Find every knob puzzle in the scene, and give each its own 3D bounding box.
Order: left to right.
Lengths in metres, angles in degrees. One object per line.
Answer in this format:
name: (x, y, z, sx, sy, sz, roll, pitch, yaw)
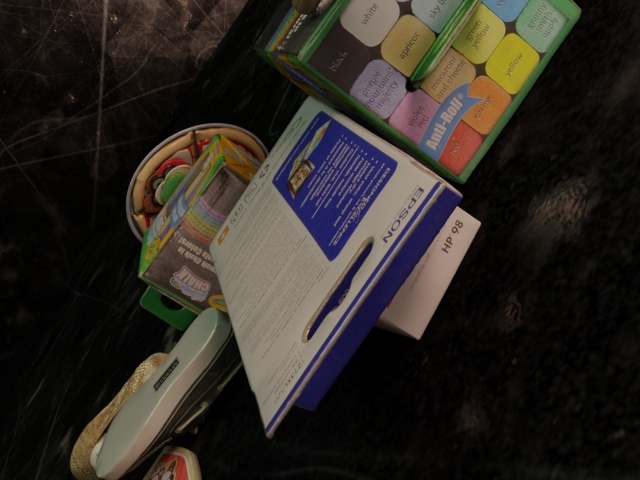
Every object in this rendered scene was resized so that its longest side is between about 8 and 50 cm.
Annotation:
knob puzzle: (-0.182, 0.285, 0.876, 0.213, 0.030, 0.213, -48, 21, 25)

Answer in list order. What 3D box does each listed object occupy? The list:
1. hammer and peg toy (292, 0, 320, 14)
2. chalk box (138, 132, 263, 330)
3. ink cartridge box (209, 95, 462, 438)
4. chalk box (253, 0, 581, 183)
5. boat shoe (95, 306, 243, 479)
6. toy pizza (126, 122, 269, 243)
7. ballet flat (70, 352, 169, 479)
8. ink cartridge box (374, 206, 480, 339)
hammer and peg toy: (0.025, -0.356, 0.649, 0.266, 0.127, 0.361, -49, 16, 50)
chalk box: (-0.127, 0.007, 1.030, 0.213, 0.132, 0.132, -51, 20, 13)
ink cartridge box: (0.000, 0.000, 0.650, 0.176, 0.069, 0.371, -56, 17, 7)
chalk box: (0.082, -0.178, 0.755, 0.180, 0.179, 0.289, -54, 20, 4)
boat shoe: (-0.149, 0.173, 0.914, 0.219, 0.070, 0.078, -50, 28, 6)
toy pizza: (-0.148, -0.056, 1.113, 0.201, 0.201, 0.032, -52, 46, 14)
ballet flat: (-0.233, 0.226, 1.041, 0.206, 0.073, 0.067, -56, 33, 14)
ink cartridge box: (0.055, 0.015, 0.685, 0.104, 0.060, 0.180, -61, 20, -8)
